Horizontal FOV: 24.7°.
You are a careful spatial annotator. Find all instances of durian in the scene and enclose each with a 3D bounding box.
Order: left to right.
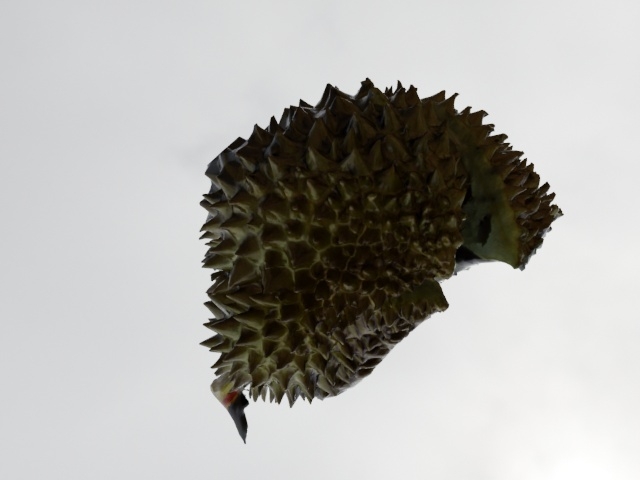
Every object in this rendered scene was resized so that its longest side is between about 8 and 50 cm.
[{"bbox_3d":[0.000,0.000,0.779,0.138,0.237,0.193,51,-153,-2],"label":"durian"}]
